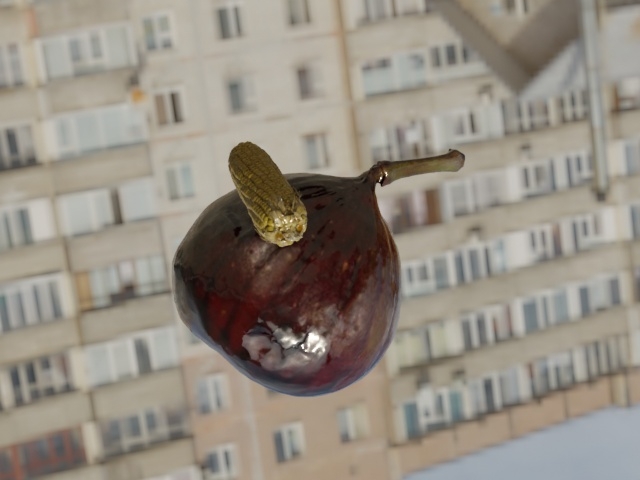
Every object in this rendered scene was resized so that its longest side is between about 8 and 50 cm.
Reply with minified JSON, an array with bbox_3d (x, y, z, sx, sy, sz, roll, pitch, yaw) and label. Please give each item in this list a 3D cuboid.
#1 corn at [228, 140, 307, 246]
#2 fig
[{"bbox_3d":[-0.027,-0.024,0.901,0.027,0.028,0.083,-7,-144,-19],"label":"corn"},{"bbox_3d":[-0.005,0.009,1.517,0.204,0.249,0.186,33,-161,-3],"label":"fig"}]
